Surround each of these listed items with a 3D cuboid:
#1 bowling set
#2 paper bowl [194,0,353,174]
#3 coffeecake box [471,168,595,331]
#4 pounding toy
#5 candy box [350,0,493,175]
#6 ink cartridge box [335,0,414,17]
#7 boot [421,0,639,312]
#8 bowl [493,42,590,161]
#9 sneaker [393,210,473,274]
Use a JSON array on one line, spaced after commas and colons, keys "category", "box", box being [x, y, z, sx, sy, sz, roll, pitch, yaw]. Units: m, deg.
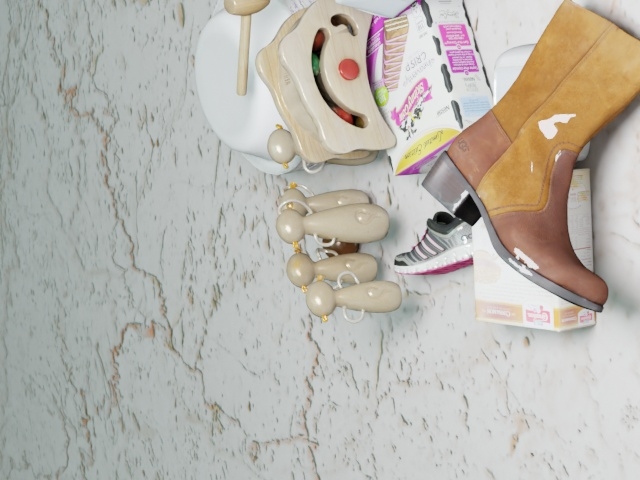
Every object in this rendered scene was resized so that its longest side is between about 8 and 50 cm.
[{"category": "bowling set", "box": [0.000, 0.000, 1.962, 0.200, 0.154, 0.287, 120, 145, -64]}, {"category": "paper bowl", "box": [-0.075, -0.234, 2.049, 0.284, 0.148, 0.284, 28, 124, 50]}, {"category": "coffeecake box", "box": [0.252, 0.008, 1.715, 0.142, 0.068, 0.186, 5, 99, 53]}, {"category": "pounding toy", "box": [-0.011, -0.224, 1.883, 0.155, 0.154, 0.270, -16, 103, 59]}, {"category": "candy box", "box": [0.130, -0.219, 1.847, 0.159, 0.071, 0.234, -33, 70, 53]}, {"category": "ink cartridge box", "box": [0.138, -0.466, 1.653, 0.385, 0.091, 0.308, 156, 122, -64]}, {"category": "boot", "box": [0.288, -0.092, 1.588, 0.280, 0.096, 0.264, -50, 58, 9]}, {"category": "bowl", "box": [0.253, -0.162, 1.699, 0.142, 0.053, 0.142, 12, 105, 55]}, {"category": "sneaker", "box": [0.155, 0.002, 1.864, 0.170, 0.063, 0.075, -20, 75, 54]}]
